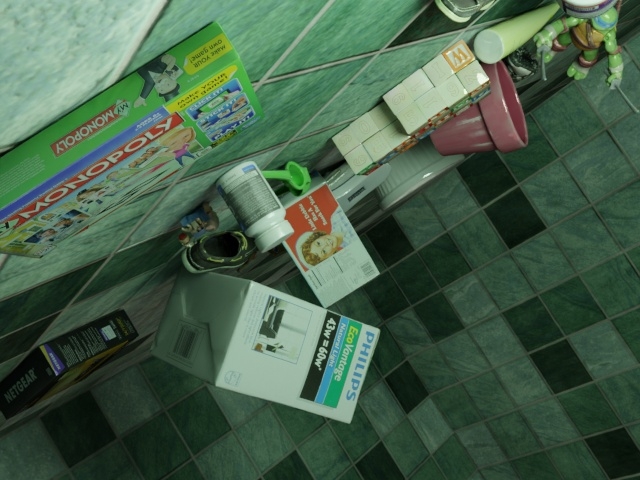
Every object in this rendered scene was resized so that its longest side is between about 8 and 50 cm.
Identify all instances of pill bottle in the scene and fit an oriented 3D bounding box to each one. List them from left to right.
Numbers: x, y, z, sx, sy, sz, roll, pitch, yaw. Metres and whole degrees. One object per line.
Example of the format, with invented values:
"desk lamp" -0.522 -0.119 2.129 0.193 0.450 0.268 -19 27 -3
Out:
"pill bottle" -0.106 -0.054 1.212 0.078 0.137 0.078 -32 175 -3
"pill bottle" 0.427 -0.414 1.180 0.108 0.108 0.193 -34 175 20

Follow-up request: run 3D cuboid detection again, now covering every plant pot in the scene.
"plant pot" 0.330 -0.271 1.601 0.180 0.202 0.201 -17 -178 25

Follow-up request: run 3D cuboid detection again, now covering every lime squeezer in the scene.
"lime squeezer" -0.072 -0.116 1.411 0.109 0.059 0.310 -2 175 -2

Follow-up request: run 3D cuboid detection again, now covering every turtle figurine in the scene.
"turtle figurine" 0.561 -0.399 1.640 0.197 0.275 0.266 -3 -178 4

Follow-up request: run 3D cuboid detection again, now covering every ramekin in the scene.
"ramekin" 0.249 -0.202 2.014 0.272 0.127 0.273 -32 176 -3

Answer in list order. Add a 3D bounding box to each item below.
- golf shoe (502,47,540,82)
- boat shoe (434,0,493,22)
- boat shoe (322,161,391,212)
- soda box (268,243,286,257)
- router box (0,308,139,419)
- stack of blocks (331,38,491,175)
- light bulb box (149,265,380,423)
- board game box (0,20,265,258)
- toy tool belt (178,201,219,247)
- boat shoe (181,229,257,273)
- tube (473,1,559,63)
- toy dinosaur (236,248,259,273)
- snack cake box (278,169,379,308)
"golf shoe" 0.445 -0.391 1.692 0.093 0.077 0.198 -34 173 24
"boat shoe" 0.198 -0.327 0.969 0.049 0.056 0.152 -44 178 42
"boat shoe" 0.035 -0.122 1.716 0.267 0.088 0.096 -38 151 0
"soda box" -0.098 -0.009 1.962 0.058 0.061 0.181 -40 -174 -24
"router box" -0.619 0.300 1.792 0.308 0.081 0.243 -37 173 39
"stack of blocks" 0.171 -0.240 1.399 0.297 0.087 0.171 -34 175 14
"light bulb box" -0.129 0.228 1.670 0.357 0.361 0.225 6 -105 56
"board game box" -0.212 -0.088 0.769 0.317 0.046 0.213 -32 176 0
"toy tool belt" -0.221 -0.031 1.294 0.083 0.052 0.051 -35 144 -4
"boat shoe" -0.202 0.017 1.623 0.068 0.081 0.227 -31 174 35
"tube" 0.372 -0.391 1.377 0.070 0.062 0.240 16 -144 37
"toy dinosaur" -0.192 0.037 1.931 0.092 0.053 0.183 -46 -176 -11
"snack cake box" 0.000 0.000 1.636 0.152 0.264 0.089 -31 -155 0
